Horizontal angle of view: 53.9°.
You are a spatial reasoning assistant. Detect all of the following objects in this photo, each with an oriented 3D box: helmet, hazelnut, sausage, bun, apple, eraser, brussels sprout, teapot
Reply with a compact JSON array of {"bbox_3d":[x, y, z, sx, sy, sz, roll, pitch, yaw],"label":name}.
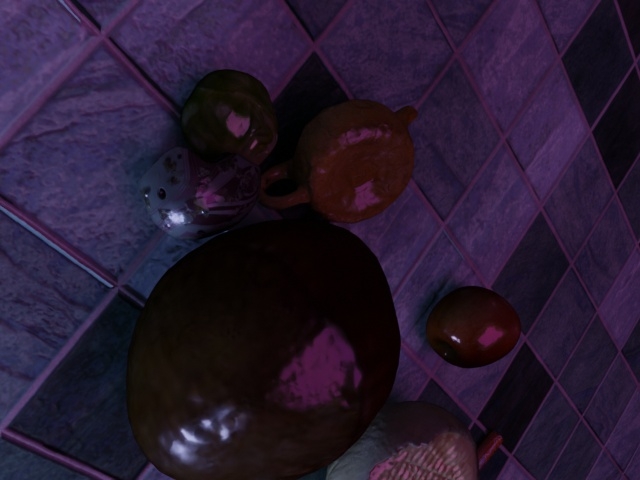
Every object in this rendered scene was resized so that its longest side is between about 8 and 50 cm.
[{"bbox_3d":[-0.166,-0.054,0.887,0.177,0.153,0.107,4,71,-33],"label":"helmet"},{"bbox_3d":[-0.073,0.156,0.918,0.421,0.353,0.421,-59,174,-11],"label":"hazelnut"},{"bbox_3d":[0.409,0.549,1.607,0.145,0.048,0.050,-42,163,-19],"label":"sausage"},{"bbox_3d":[0.141,0.479,1.274,0.364,0.202,0.364,-14,117,-30],"label":"bun"},{"bbox_3d":[0.326,0.188,1.345,0.168,0.181,0.181,-38,123,-26],"label":"apple"},{"bbox_3d":[-0.127,-0.031,1.024,0.065,0.026,0.105,-50,127,-19],"label":"eraser"},{"bbox_3d":[-0.130,-0.172,0.921,0.155,0.117,0.155,-4,97,-32],"label":"brussels sprout"},{"bbox_3d":[0.030,-0.140,1.038,0.311,0.167,0.203,-26,134,-7],"label":"teapot"}]

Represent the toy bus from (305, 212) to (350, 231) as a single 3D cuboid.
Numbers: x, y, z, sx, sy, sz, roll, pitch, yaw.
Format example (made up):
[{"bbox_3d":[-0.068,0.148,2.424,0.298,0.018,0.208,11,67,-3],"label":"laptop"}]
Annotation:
[{"bbox_3d":[0.000,0.000,1.101,0.060,0.075,0.123,42,77,-38],"label":"toy bus"}]
